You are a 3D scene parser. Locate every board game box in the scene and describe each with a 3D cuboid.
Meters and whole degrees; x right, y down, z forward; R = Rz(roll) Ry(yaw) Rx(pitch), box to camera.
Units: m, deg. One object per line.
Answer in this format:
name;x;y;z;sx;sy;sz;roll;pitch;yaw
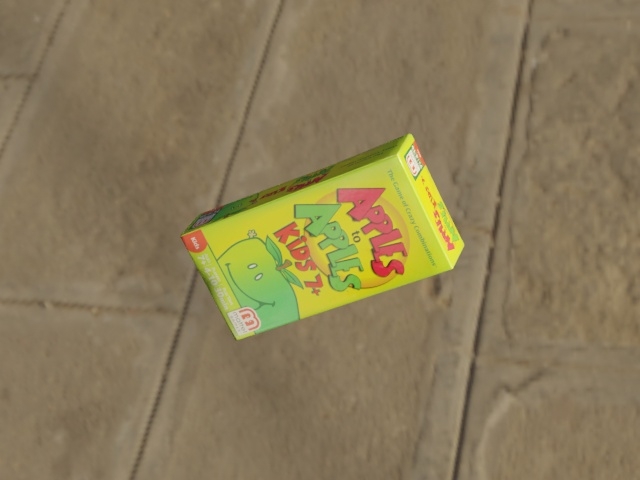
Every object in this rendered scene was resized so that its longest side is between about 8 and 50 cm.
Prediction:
board game box;0.000;0.000;1.032;0.181;0.092;0.043;-20;16;25
